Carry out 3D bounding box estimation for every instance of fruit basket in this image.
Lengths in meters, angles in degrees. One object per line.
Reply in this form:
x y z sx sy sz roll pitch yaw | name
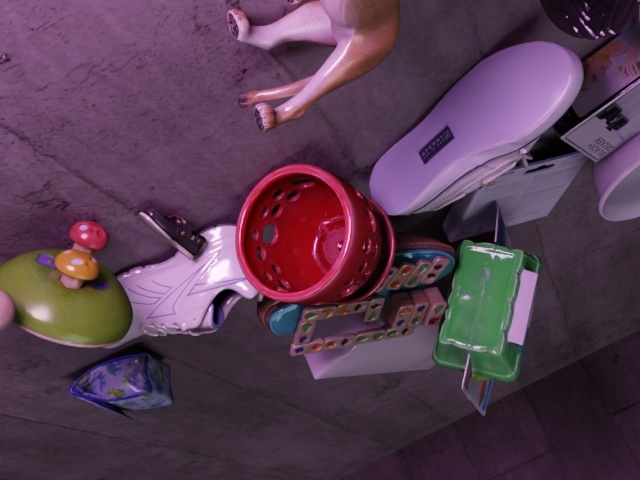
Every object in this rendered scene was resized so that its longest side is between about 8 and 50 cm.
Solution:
0.325 0.144 1.630 0.165 0.327 0.353 9 164 26 | fruit basket

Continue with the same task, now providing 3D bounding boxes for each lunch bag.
-0.354 0.264 1.590 0.151 0.096 0.129 -11 158 5 | lunch bag

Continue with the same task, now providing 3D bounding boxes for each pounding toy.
-0.330 0.037 1.108 0.236 0.183 0.110 8 115 -44 | pounding toy

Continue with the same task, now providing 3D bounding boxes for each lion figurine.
0.043 -0.259 0.896 0.240 0.142 0.392 -23 170 -21 | lion figurine

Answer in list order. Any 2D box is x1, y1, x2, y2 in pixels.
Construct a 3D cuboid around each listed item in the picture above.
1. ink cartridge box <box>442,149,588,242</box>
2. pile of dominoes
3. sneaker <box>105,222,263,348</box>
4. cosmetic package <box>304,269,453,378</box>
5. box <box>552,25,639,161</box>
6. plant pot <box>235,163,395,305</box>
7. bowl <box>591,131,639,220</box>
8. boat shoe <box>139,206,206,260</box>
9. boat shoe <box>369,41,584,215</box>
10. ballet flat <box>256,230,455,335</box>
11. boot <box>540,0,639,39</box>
0.343 -0.094 1.559 0.223 0.045 0.224 -14 154 -21 | ink cartridge box
0.087 0.119 1.448 0.251 0.040 0.196 -8 138 -23 | pile of dominoes
-0.216 0.091 1.321 0.297 0.129 0.111 -30 157 15 | sneaker
0.139 0.153 1.733 0.365 0.155 0.197 7 140 -48 | cosmetic package
0.485 -0.249 1.333 0.290 0.087 0.169 -36 153 24 | box
0.000 0.000 1.270 0.191 0.191 0.174 -34 158 20 | plant pot
0.578 -0.169 1.520 0.297 0.134 0.298 -21 155 -10 | bowl
-0.203 -0.017 1.225 0.042 0.049 0.133 -53 147 -6 | boat shoe
0.244 -0.142 1.272 0.156 0.136 0.367 2 147 -44 | boat shoe
0.049 0.048 1.480 0.342 0.124 0.116 -22 136 -6 | ballet flat
0.443 -0.367 1.018 0.260 0.131 0.348 -33 -175 -35 | boot
